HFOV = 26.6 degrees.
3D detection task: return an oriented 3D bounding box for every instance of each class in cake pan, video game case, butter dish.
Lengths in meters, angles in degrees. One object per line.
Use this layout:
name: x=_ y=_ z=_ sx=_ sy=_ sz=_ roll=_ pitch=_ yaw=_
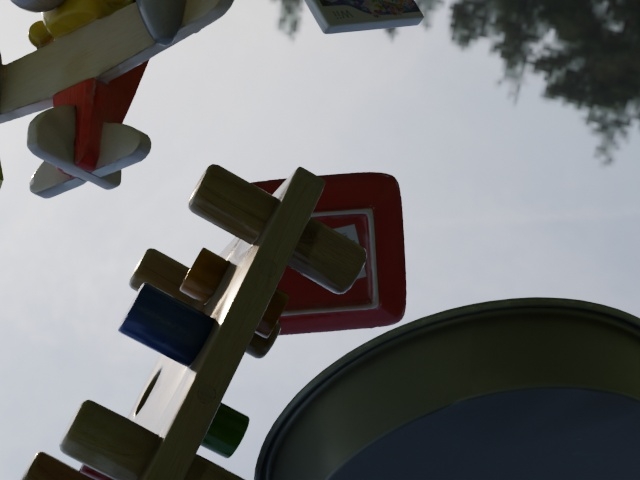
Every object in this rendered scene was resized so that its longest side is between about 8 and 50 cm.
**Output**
cake pan: x=0.106 y=0.156 z=0.854 sx=0.293 sy=0.293 sz=0.054 roll=1 pitch=-137 yaw=-14
video game case: x=0.010 y=-0.196 z=0.937 sx=0.087 sy=0.011 sz=0.122 roll=-12 pitch=-115 yaw=-38
butter dish: x=0.000 y=0.000 z=1.319 sx=0.160 sy=0.160 sz=0.118 roll=-4 pitch=-160 yaw=1

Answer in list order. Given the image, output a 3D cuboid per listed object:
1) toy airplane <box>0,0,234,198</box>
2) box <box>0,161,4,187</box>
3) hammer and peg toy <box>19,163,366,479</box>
toy airplane: x=-0.314 y=-0.250 z=1.729 sx=0.386 sy=0.272 sz=0.384 roll=-45 pitch=-145 yaw=-6
box: x=-0.369 y=-0.014 z=1.296 sx=0.087 sy=0.232 sz=0.058 roll=-1 pitch=-123 yaw=-28
hammer and peg toy: x=-0.110 y=0.137 z=0.908 sx=0.127 sy=0.266 sz=0.361 roll=30 pitch=-117 yaw=-9
